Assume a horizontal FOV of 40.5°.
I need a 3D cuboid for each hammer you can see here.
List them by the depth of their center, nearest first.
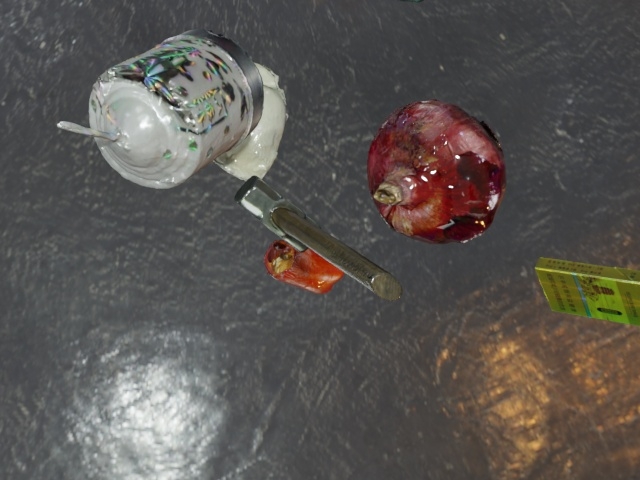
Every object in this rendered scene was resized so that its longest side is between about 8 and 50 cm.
[{"bbox_3d":[0.000,0.000,0.931,0.111,0.365,0.043,39,87,-23],"label":"hammer"}]

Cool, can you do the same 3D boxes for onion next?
[{"bbox_3d":[0.171,-0.100,1.400,0.219,0.252,0.252,-30,126,-36],"label":"onion"}]

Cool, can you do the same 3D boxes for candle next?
[{"bbox_3d":[-0.218,-0.171,1.188,0.187,0.330,0.188,11,120,20],"label":"candle"}]

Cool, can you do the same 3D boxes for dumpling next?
[{"bbox_3d":[-0.155,-0.222,1.596,0.172,0.247,0.142,14,153,-22],"label":"dumpling"}]

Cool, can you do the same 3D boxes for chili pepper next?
[{"bbox_3d":[-0.004,0.047,1.458,0.192,0.086,0.084,18,150,-39],"label":"chili pepper"}]

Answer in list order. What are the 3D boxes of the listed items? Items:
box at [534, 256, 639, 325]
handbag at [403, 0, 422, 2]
[{"bbox_3d":[0.469,0.088,1.468,0.193,0.030,0.121,8,144,39],"label":"box"},{"bbox_3d":[0.022,-0.499,1.450,0.326,0.238,0.089,15,80,24],"label":"handbag"}]
